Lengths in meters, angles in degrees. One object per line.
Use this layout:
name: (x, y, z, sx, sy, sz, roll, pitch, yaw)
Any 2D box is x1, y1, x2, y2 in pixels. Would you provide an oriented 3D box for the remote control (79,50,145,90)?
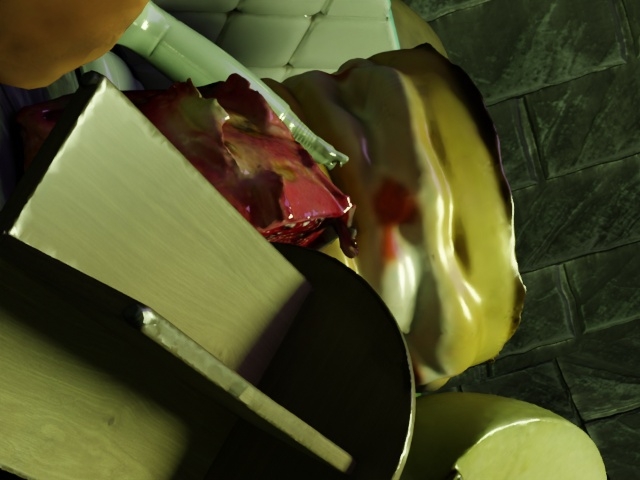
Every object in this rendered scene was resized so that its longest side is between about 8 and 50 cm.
remote control: (-0.141, -0.106, 1.033, 0.184, 0.027, 0.050, 34, 40, -86)

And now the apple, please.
apple: (0.076, 0.251, 1.033, 0.258, 0.233, 0.295, 69, 29, -46)

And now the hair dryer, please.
hair dryer: (-0.082, -0.119, 0.905, 0.237, 0.075, 0.206, 35, 8, -12)

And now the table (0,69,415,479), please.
table: (-0.073, 0.039, 0.564, 0.227, 0.167, 0.167, 48, 24, -61)

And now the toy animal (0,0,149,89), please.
toy animal: (-0.122, -0.231, 0.610, 0.191, 0.216, 0.338, 39, 20, -32)

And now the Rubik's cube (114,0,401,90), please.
Rubik's cube: (-0.074, -0.258, 1.191, 0.231, 0.221, 0.225, 66, 8, -65)

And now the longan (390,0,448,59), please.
longan: (0.000, -0.134, 1.455, 0.350, 0.288, 0.288, 56, 17, -62)

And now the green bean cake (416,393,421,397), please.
green bean cake: (0.015, 0.136, 1.333, 0.250, 0.156, 0.247, -14, 89, -87)

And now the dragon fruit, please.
dragon fruit: (-0.064, -0.035, 0.815, 0.274, 0.161, 0.126, 40, 36, -80)

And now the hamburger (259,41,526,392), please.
hamburger: (0.000, 0.000, 1.047, 0.276, 0.237, 0.276, 164, -90, -77)
